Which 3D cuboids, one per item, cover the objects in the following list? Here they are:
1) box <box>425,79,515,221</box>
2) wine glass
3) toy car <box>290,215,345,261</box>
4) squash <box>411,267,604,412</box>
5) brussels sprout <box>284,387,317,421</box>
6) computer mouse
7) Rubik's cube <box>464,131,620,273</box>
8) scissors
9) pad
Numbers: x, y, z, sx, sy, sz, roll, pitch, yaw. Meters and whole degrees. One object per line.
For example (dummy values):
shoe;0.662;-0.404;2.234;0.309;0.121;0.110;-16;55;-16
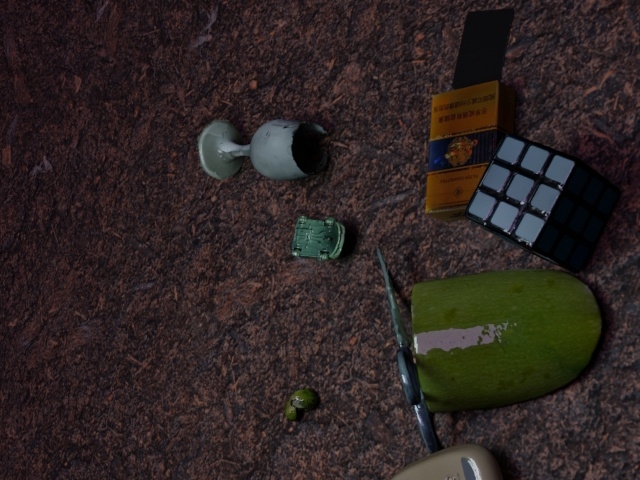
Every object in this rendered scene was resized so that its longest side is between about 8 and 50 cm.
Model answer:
box;0.274;-0.162;1.836;0.152;0.070;0.237;-7;74;42
wine glass;-0.126;-0.197;2.184;0.321;0.143;0.144;8;83;44
toy car;0.000;0.000;2.061;0.186;0.058;0.093;5;82;57
squash;0.321;0.157;1.703;0.308;0.210;0.234;-9;68;12
brussels sprout;-0.045;0.332;2.012;0.083;0.051;0.046;-47;12;24
computer mouse;0.216;0.434;1.707;0.236;0.082;0.145;-34;57;35
Rubik's cube;0.364;-0.062;1.645;0.163;0.162;0.161;30;94;43
scissors;0.146;0.177;1.799;0.029;0.256;0.384;-17;47;6
pad;0.309;-0.365;1.907;0.112;0.003;0.157;8;83;45
